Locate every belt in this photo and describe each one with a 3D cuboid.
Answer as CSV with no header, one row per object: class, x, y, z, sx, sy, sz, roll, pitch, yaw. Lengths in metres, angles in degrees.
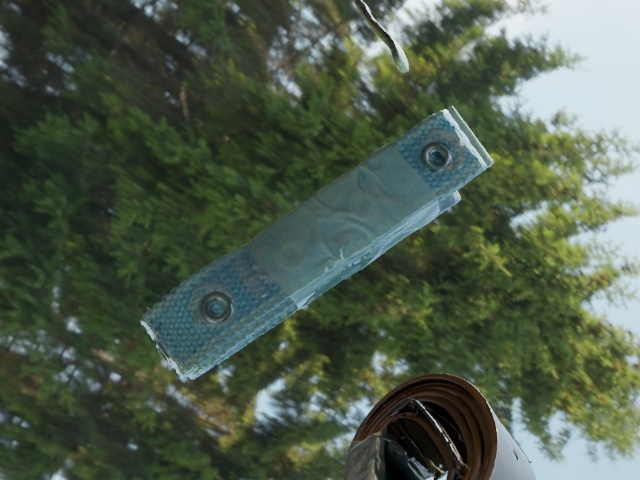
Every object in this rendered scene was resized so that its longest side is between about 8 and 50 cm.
belt,0.000,0.000,0.738,0.302,0.087,0.072,-34,-99,-8
belt,0.114,0.242,0.941,0.184,0.105,0.261,-38,-161,0

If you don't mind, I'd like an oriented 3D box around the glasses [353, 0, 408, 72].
glasses,0.057,-0.219,0.644,0.239,0.102,0.207,19,-128,25
